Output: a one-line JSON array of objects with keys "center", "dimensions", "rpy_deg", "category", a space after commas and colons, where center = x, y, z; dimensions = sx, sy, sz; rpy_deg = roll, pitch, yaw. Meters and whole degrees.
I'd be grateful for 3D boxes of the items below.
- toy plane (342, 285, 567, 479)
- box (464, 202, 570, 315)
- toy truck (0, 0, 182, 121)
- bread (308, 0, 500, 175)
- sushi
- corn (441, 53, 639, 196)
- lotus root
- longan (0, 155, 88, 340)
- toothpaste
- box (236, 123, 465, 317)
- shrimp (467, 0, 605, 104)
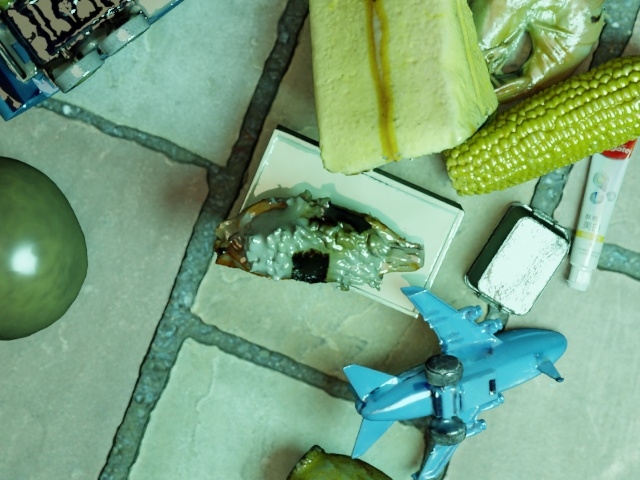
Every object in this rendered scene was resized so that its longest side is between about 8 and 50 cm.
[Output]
[{"center": [0.154, 0.151, 1.838], "dimensions": [0.271, 0.105, 0.254], "rpy_deg": [-13, 121, -12], "category": "toy plane"}, {"center": [0.222, 0.025, 1.859], "dimensions": [0.084, 0.069, 0.122], "rpy_deg": [31, 96, -4], "category": "box"}, {"center": [-0.219, -0.279, 1.776], "dimensions": [0.367, 0.175, 0.146], "rpy_deg": [-35, 97, 5], "category": "toy truck"}, {"center": [0.061, -0.215, 1.740], "dimensions": [0.168, 0.163, 0.264], "rpy_deg": [-14, 102, 22], "category": "bread"}, {"center": [0.000, 0.000, 1.759], "dimensions": [0.226, 0.103, 0.097], "rpy_deg": [4, 99, -6], "category": "sushi"}, {"center": [0.258, -0.123, 1.828], "dimensions": [0.260, 0.091, 0.091], "rpy_deg": [-22, 55, 8], "category": "corn"}, {"center": [0.059, 0.331, 1.870], "dimensions": [0.241, 0.124, 0.123], "rpy_deg": [37, 65, -1], "category": "lotus root"}, {"center": [-0.354, 0.008, 1.810], "dimensions": [0.212, 0.198, 0.198], "rpy_deg": [42, 96, -7], "category": "longan"}, {"center": [0.309, -0.038, 1.870], "dimensions": [0.048, 0.031, 0.190], "rpy_deg": [15, 94, 11], "category": "toothpaste"}, {"center": [0.029, -0.023, 1.848], "dimensions": [0.225, 0.086, 0.129], "rpy_deg": [24, 98, -2], "category": "box"}, {"center": [0.202, -0.208, 1.838], "dimensions": [0.145, 0.061, 0.267], "rpy_deg": [42, 95, -12], "category": "shrimp"}]
